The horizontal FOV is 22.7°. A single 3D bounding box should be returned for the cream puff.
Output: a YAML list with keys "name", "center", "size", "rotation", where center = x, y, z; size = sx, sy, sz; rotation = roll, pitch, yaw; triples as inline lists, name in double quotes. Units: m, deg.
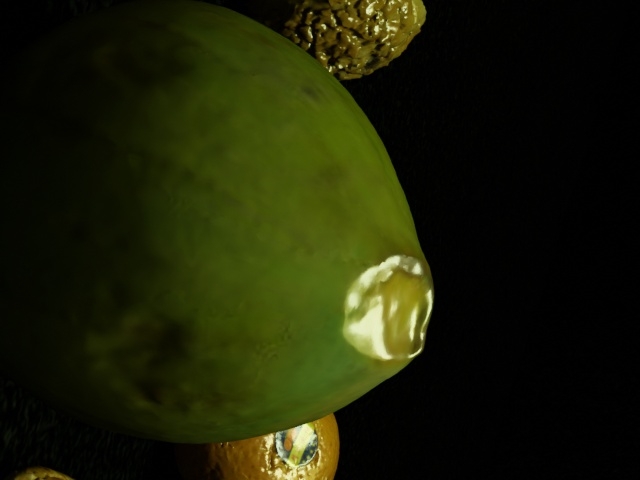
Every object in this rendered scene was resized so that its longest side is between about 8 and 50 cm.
- name: "cream puff"
  center: [0.009, -0.170, 1.179]
  size: [0.126, 0.144, 0.103]
  rotation: [18, 70, -41]

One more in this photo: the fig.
- name: "fig"
  center: [-0.059, -0.002, 0.832]
  size: [0.239, 0.271, 0.239]
  rotation: [-41, 143, -42]

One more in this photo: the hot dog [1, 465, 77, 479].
- name: "hot dog"
  center: [-0.167, 0.188, 1.016]
  size: [0.165, 0.045, 0.071]
  rotation: [61, 43, -67]

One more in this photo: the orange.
- name: "orange"
  center: [-0.052, 0.158, 1.249]
  size: [0.135, 0.117, 0.135]
  rotation: [2, 87, -35]
